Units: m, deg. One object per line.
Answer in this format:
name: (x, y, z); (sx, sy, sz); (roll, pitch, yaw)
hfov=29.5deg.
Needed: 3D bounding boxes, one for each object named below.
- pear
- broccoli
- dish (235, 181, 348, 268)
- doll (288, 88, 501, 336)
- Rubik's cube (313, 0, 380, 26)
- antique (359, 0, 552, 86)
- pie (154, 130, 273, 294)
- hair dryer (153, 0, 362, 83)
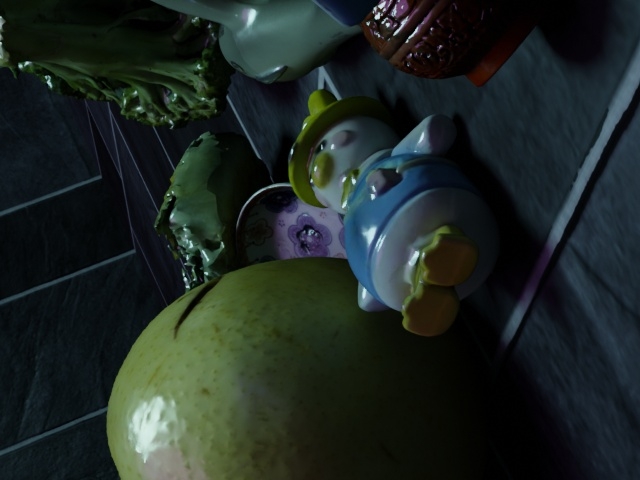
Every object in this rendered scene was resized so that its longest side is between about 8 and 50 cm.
pear: (-0.012, 0.157, 0.963); (0.309, 0.309, 0.309); (158, 90, -76)
broccoli: (-0.211, -0.243, 1.126); (0.321, 0.283, 0.303); (19, 122, 32)
dish: (0.000, 0.000, 1.133); (0.141, 0.078, 0.141); (15, 121, 28)
doll: (0.045, -0.029, 0.850); (0.241, 0.099, 0.135); (49, 162, 48)
Rubik's cube: (-0.039, -0.230, 0.473); (0.213, 0.265, 0.224); (32, -167, -47)
antique: (0.063, -0.132, 0.621); (0.104, 0.104, 0.104); (158, 90, -76)
pie: (-0.088, 0.065, 1.269); (0.296, 0.078, 0.371); (-43, -49, -71)
hair dryer: (-0.051, -0.179, 0.878); (0.219, 0.225, 0.088); (7, 79, 45)
